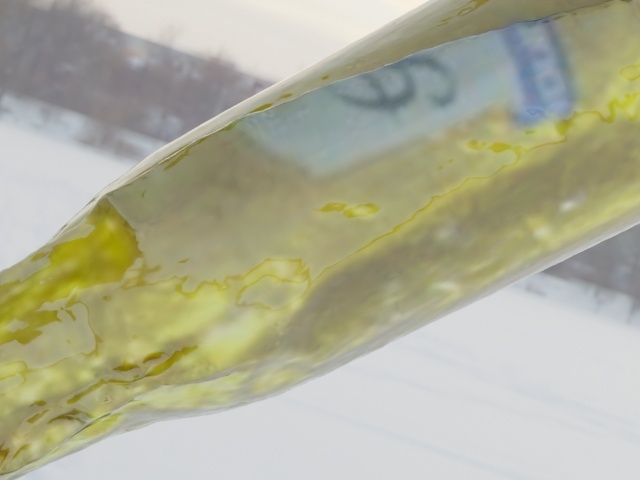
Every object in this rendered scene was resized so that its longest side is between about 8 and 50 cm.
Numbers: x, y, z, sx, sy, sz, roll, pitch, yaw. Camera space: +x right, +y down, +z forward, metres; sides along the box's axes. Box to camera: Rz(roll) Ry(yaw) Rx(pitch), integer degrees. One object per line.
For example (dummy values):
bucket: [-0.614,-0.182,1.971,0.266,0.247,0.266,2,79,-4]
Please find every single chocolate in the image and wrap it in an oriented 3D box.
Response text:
chocolate: [0.000,0.000,0.860,0.162,0.445,0.162,57,-12,20]
